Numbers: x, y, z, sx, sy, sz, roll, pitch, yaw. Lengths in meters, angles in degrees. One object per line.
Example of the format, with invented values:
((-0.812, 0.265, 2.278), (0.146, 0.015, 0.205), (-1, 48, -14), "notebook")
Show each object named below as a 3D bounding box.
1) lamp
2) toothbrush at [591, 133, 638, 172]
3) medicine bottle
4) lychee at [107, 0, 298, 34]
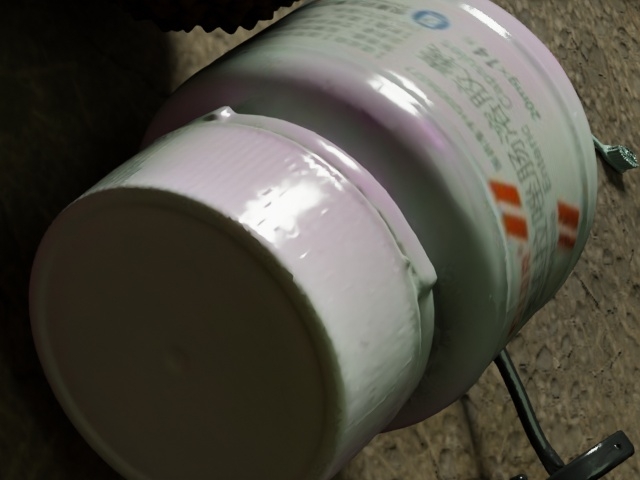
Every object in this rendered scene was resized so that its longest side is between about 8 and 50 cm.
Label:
((0.126, 0.025, 1.351), (0.130, 0.108, 0.371), (-18, 92, -56), "lamp")
((0.196, -0.110, 1.558), (0.219, 0.019, 0.016), (36, 57, -39), "toothbrush")
((0.000, 0.000, 1.093), (0.302, 0.241, 0.241), (-40, 110, -49), "medicine bottle")
((-0.075, -0.234, 1.099), (0.271, 0.271, 0.271), (21, 62, -46), "lychee")
